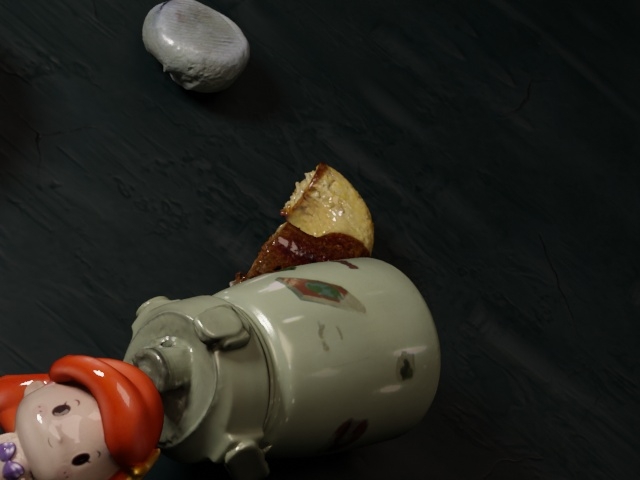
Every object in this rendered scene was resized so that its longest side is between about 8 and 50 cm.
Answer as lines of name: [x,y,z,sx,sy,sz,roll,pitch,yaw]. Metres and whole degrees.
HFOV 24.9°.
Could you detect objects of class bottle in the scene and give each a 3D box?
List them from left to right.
bottle: [-0.062,0.142,1.510,0.352,0.229,0.229,-8,63,-45]

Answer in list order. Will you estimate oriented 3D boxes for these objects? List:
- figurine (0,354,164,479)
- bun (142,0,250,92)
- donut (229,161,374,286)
figurine: [-0.282,0.198,1.337,0.257,0.208,0.181,-18,50,-23]
bun: [-0.163,-0.242,1.833,0.141,0.083,0.141,22,38,-19]
donut: [0.000,-0.001,1.758,0.141,0.085,0.217,33,44,-9]
